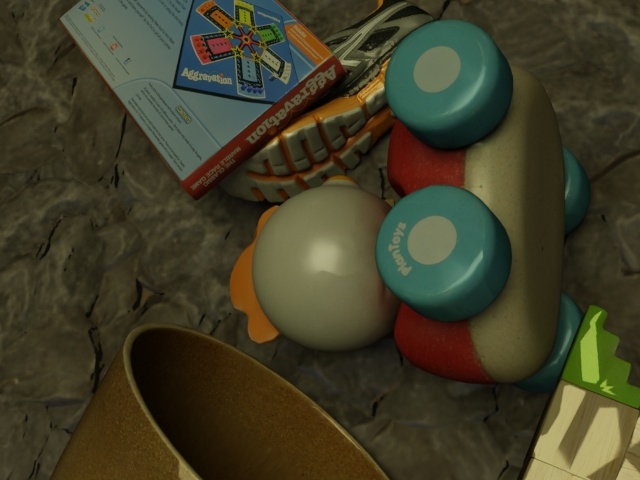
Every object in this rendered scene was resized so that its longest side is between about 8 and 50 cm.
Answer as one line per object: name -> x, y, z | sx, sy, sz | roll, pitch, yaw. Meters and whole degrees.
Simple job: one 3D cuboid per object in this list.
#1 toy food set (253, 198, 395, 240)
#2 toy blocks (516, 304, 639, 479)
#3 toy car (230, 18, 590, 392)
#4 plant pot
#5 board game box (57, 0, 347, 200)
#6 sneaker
toy food set -> 0.000, 0.000, 0.898 | 0.122, 0.019, 0.078 | -2, 70, 25
toy blocks -> 0.206, 0.265, 0.668 | 0.261, 0.191, 0.381 | 21, 78, 11
toy car -> 0.038, -0.006, 0.787 | 0.238, 0.219, 0.210 | -6, 69, 26
plant pot -> -0.102, 0.223, 0.749 | 0.237, 0.237, 0.254 | 45, 102, 26
board game box -> -0.104, -0.156, 0.934 | 0.145, 0.027, 0.281 | -41, 46, 1
sneaker -> 0.007, -0.108, 0.904 | 0.215, 0.084, 0.083 | -35, 61, -7
